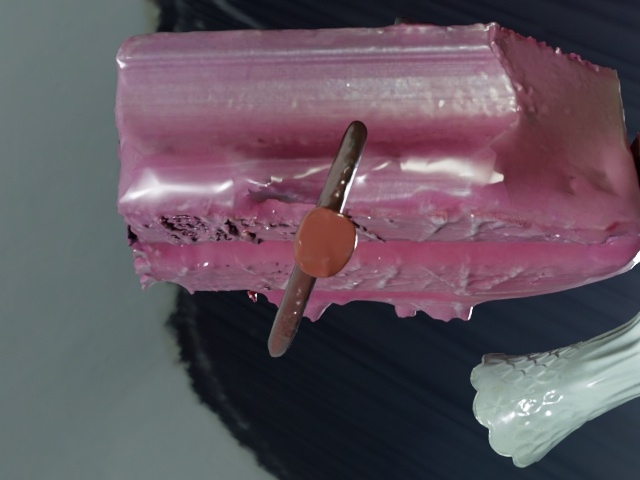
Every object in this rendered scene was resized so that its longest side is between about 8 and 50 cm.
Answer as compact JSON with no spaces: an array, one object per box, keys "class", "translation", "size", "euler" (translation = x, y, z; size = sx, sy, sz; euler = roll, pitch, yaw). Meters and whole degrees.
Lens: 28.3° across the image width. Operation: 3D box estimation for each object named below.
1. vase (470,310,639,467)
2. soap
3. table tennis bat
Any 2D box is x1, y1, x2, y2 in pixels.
[{"class":"vase","translation":[0.178,0.087,0.818],"size":[0.148,0.081,0.081],"euler":[-30,173,37]},{"class":"soap","translation":[0.045,-0.035,0.771],"size":[0.220,0.324,0.127],"euler":[84,8,-71]},{"class":"table tennis bat","translation":[0.000,0.000,0.469],"size":[0.154,0.019,0.098],"euler":[-147,-103,-89]}]
